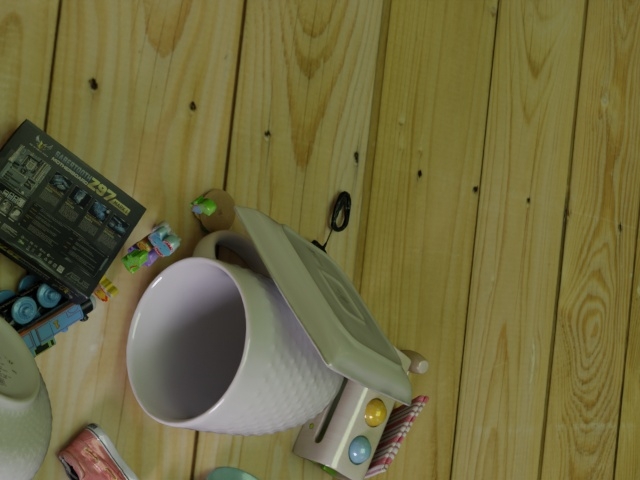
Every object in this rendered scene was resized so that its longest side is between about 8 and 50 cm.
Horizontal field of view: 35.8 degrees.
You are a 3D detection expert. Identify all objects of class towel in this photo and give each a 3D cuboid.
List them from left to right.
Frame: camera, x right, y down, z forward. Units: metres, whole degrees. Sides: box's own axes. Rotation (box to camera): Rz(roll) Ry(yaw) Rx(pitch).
[{"bbox_3d":[0.146,0.410,2.034,0.029,0.144,0.197,38,60,-3],"label":"towel"}]

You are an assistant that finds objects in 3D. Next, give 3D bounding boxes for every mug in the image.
[{"bbox_3d":[-0.127,0.153,1.711,0.328,0.276,0.374,22,47,-49],"label":"mug"}]

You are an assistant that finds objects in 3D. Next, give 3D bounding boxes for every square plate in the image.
[{"bbox_3d":[0.019,0.107,1.689,0.049,0.344,0.347,-38,149,10],"label":"square plate"}]

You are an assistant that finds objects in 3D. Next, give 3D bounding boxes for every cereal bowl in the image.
[{"bbox_3d":[-0.479,0.186,1.312,0.141,0.339,0.339,-37,125,10],"label":"cereal bowl"}]

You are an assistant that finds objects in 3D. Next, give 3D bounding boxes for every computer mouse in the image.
[{"bbox_3d":[0.000,0.000,1.953,0.071,0.041,0.242,57,50,-39],"label":"computer mouse"}]

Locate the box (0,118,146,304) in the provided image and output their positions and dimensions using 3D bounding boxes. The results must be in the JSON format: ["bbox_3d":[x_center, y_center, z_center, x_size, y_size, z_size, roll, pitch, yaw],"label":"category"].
[{"bbox_3d":[-0.406,-0.042,1.497,0.233,0.059,0.183,38,58,-19],"label":"box"}]

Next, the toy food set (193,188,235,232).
[{"bbox_3d":[-0.187,-0.050,1.782,0.083,0.020,0.082,-43,120,-33],"label":"toy food set"}]

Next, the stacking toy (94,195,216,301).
[{"bbox_3d":[-0.266,0.015,1.586,0.167,0.221,0.052,-43,100,-34],"label":"stacking toy"}]

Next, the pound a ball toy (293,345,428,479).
[{"bbox_3d":[0.110,0.335,2.002,0.208,0.136,0.319,40,67,-37],"label":"pound a ball toy"}]

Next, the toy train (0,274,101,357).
[{"bbox_3d":[-0.425,0.105,1.537,0.184,0.080,0.105,-35,124,-38],"label":"toy train"}]

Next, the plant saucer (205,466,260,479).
[{"bbox_3d":[-0.136,0.495,1.782,0.195,0.195,0.037,21,114,-41],"label":"plant saucer"}]

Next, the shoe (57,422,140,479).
[{"bbox_3d":[-0.357,0.392,1.626,0.081,0.063,0.178,-41,113,-32],"label":"shoe"}]
